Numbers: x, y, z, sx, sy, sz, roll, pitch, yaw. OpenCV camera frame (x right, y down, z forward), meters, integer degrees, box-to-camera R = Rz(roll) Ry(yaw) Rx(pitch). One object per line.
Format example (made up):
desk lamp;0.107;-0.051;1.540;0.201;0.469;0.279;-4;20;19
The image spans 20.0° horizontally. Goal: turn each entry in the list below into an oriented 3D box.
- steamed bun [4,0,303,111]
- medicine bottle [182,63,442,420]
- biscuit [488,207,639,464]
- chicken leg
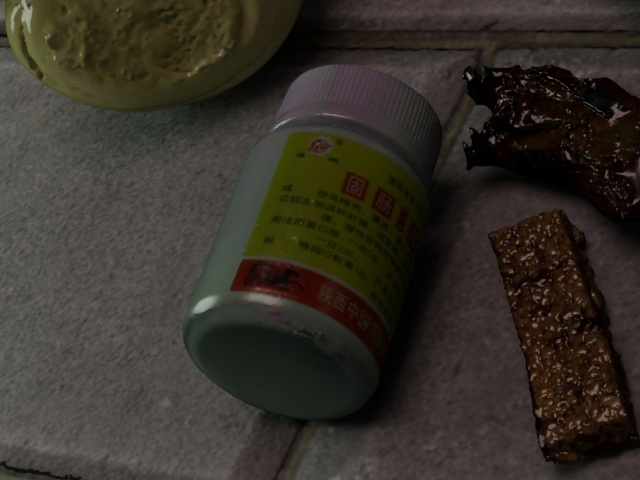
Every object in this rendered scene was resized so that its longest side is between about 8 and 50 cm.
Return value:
steamed bun;-0.122;-0.223;1.533;0.272;0.166;0.232;-19;31;8
medicine bottle;0.000;0.000;1.260;0.139;0.139;0.225;-4;50;30
biscuit;0.157;0.060;1.183;0.064;0.034;0.199;-23;44;13
chicken leg;0.178;-0.070;1.270;0.234;0.063;0.105;26;73;43
